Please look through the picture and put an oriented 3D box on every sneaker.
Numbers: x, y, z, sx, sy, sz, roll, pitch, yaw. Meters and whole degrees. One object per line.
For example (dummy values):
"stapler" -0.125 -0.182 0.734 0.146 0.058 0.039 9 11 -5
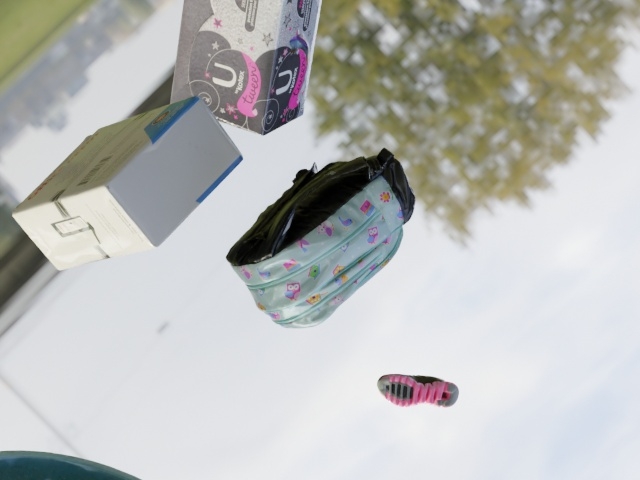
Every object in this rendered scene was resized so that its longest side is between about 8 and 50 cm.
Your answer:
"sneaker" 0.132 0.205 2.422 0.057 0.119 0.047 -126 -132 -67

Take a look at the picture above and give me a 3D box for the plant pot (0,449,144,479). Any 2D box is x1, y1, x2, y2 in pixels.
"plant pot" -0.305 0.461 1.903 0.341 0.341 0.334 -80 -171 -73

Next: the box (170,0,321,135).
"box" -0.101 -0.297 2.467 0.142 0.163 0.247 -35 139 -58

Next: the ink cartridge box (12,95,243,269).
"ink cartridge box" -0.197 -0.056 1.743 0.203 0.086 0.148 -12 -149 54

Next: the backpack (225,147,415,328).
"backpack" 0.000 0.000 1.710 0.182 0.115 0.152 -43 -166 -30
